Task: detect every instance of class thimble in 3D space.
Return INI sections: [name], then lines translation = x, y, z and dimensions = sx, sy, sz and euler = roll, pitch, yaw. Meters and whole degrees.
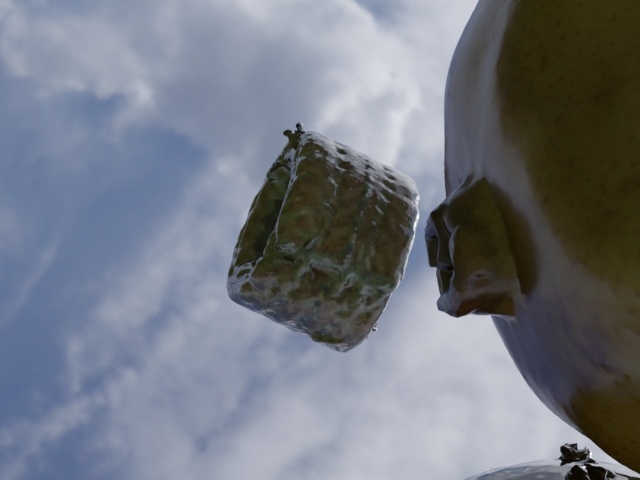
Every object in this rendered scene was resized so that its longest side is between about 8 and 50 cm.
[thimble]
translation = -0.002, 0.002, 1.613
dimensions = 0.229, 0.148, 0.196
euler = -83, -161, -59

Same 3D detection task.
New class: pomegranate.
[pomegranate]
translation = 0.245, -0.044, 0.986
dimensions = 0.416, 0.416, 0.417
euler = -16, -125, 25

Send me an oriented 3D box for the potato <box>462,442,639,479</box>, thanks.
[potato]
translation = 0.194, 0.331, 1.130
dimensions = 0.385, 0.442, 0.319
euler = -28, -138, 40
